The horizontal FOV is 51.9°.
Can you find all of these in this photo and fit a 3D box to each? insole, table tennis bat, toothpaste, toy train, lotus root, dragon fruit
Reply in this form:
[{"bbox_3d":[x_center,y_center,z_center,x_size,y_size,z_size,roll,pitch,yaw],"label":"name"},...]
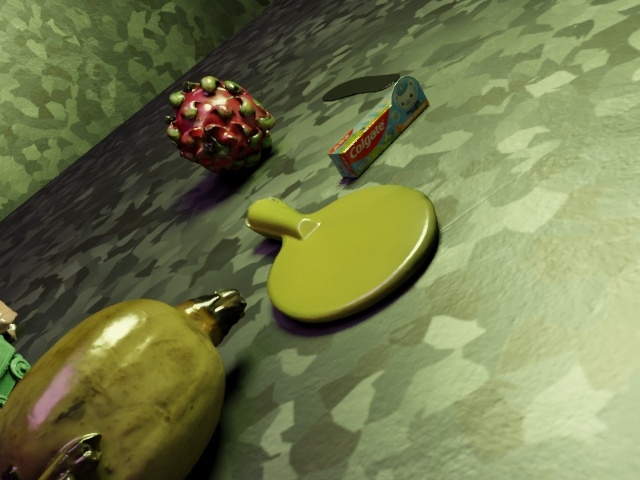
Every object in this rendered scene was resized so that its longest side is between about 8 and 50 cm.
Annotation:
[{"bbox_3d":[0.081,-0.317,1.352,0.080,0.003,0.232,-47,28,-22],"label":"insole"},{"bbox_3d":[0.000,0.000,0.856,0.224,0.054,0.368,-44,31,-16],"label":"table tennis bat"},{"bbox_3d":[0.088,-0.186,1.038,0.193,0.070,0.044,-46,29,-23],"label":"toothpaste"},{"bbox_3d":[-0.524,0.227,1.038,0.070,0.099,0.172,-32,25,13],"label":"toy train"},{"bbox_3d":[-0.183,0.149,0.664,0.183,0.183,0.310,-11,30,41],"label":"lotus root"},{"bbox_3d":[-0.192,-0.220,1.329,0.218,0.273,0.198,-20,73,19],"label":"dragon fruit"}]

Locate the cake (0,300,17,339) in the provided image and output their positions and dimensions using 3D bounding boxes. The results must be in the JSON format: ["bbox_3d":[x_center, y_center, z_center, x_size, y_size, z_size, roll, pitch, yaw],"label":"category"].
[{"bbox_3d":[-0.832,0.181,1.256,0.293,0.314,0.307,-13,35,41],"label":"cake"}]
